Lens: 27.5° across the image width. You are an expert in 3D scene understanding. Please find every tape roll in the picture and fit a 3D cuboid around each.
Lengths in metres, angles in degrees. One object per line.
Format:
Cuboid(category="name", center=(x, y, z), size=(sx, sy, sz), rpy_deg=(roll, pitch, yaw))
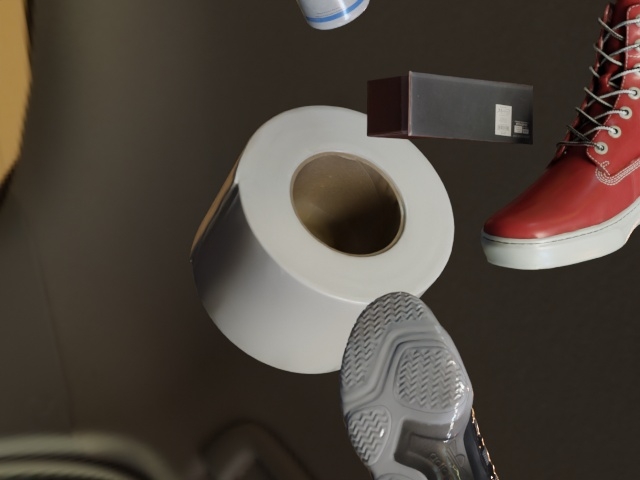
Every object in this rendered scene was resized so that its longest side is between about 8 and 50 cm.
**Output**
Cuboid(category="tape roll", center=(0.000, 0.000, 1.414), size=(0.169, 0.246, 0.246), rpy_deg=(-55, -129, 52))

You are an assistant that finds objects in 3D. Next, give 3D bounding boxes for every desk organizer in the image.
Cuboid(category="desk organizer", center=(0.099, -0.098, 0.994), size=(0.050, 0.130, 0.047), rpy_deg=(0, -90, 52))

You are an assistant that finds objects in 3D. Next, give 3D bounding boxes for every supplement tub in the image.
Cuboid(category="supplement tub", center=(-0.001, -0.267, 1.278), size=(0.071, 0.071, 0.107), rpy_deg=(47, -12, 52))

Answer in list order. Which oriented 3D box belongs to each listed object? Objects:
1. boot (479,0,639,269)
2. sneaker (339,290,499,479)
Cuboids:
Cuboid(category="boot", center=(0.199, -0.090, 0.958), size=(0.088, 0.244, 0.176), rpy_deg=(15, -57, 45))
Cuboid(category="sneaker", center=(0.098, 0.179, 1.040), size=(0.153, 0.101, 0.268), rpy_deg=(37, 34, -63))
